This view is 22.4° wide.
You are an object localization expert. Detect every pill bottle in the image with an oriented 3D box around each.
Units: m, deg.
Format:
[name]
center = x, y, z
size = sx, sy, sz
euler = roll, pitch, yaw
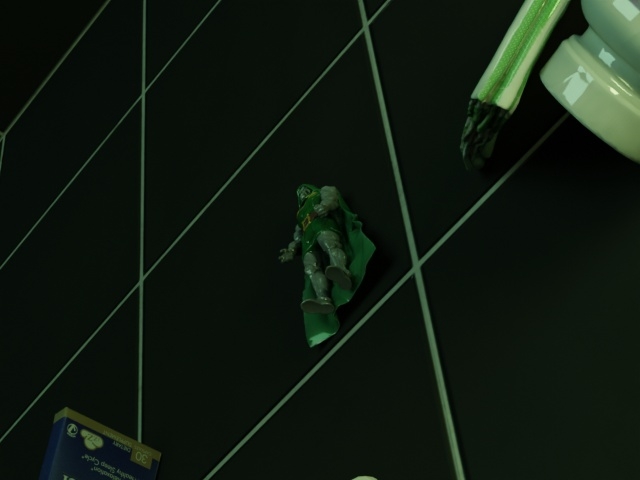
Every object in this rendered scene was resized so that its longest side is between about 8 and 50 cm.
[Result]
[pill bottle]
center = 0.319, -0.210, 1.302
size = 0.301, 0.169, 0.169
euler = -51, 26, 19

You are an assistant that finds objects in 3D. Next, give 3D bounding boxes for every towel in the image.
[towel]
center = 0.201, -0.193, 1.489
size = 0.248, 0.038, 0.325
euler = -61, -5, -4

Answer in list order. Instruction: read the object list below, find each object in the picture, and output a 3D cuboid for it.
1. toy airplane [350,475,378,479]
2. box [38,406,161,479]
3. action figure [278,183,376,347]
[toy airplane]
center = 0.026, 0.342, 1.043
size = 0.272, 0.384, 0.386
euler = 48, 114, 32
[box]
center = -0.266, 0.318, 1.850
size = 0.036, 0.136, 0.225
euler = -32, 37, 44
[action figure]
center = 0.000, 0.000, 1.798
size = 0.137, 0.063, 0.232
euler = -53, 22, 20
